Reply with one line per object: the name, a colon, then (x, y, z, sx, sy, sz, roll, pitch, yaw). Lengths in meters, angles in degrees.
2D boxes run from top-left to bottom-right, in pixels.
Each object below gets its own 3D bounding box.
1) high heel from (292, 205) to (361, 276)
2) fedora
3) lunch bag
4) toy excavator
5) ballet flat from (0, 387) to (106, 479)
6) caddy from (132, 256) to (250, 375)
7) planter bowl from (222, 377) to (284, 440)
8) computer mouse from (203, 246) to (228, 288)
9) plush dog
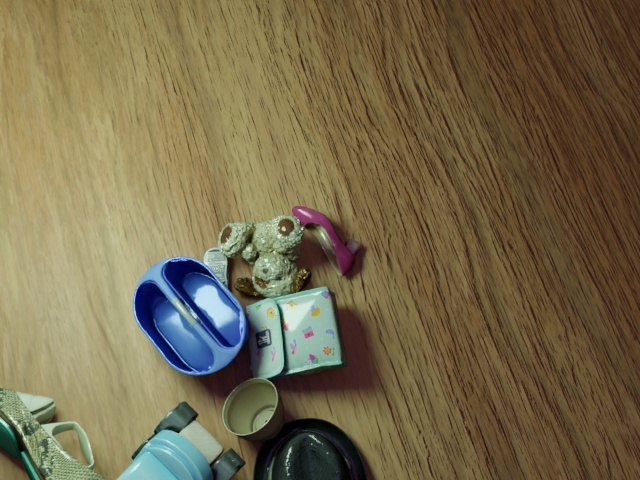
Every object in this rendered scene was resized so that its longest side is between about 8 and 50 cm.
high heel: (0.000, 0.000, 2.051, 0.244, 0.082, 0.117, 38, 59, -7)
fedora: (-0.023, 0.613, 1.773, 0.334, 0.152, 0.334, 1, 66, -2)
lunch bag: (-0.075, 0.262, 1.908, 0.262, 0.160, 0.223, -11, 75, 6)
toy excavator: (-0.451, 0.652, 1.635, 0.222, 0.433, 0.445, 44, 34, 8)
ballet flat: (-0.694, 0.493, 1.717, 0.483, 0.164, 0.182, 33, 44, 28)
caddy: (-0.340, 0.203, 1.850, 0.241, 0.179, 0.341, -42, 75, -6)
planter bowl: (-0.161, 0.461, 1.829, 0.162, 0.109, 0.162, -18, 44, 17)
computer mouse: (-0.294, 0.116, 1.991, 0.106, 0.042, 0.193, -3, 76, -4)
plush dog: (-0.138, 0.056, 1.983, 0.262, 0.210, 0.225, -7, 85, 19)
